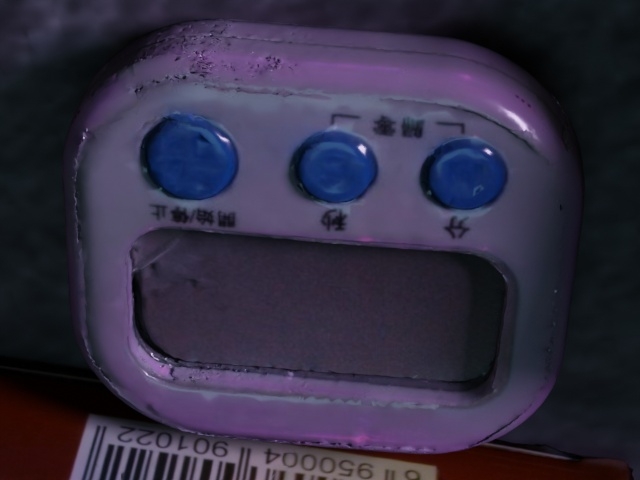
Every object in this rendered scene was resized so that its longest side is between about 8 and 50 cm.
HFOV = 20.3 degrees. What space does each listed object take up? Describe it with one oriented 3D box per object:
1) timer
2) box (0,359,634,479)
[{"bbox_3d":[0.000,0.000,0.738,0.208,0.069,0.191,5,125,3],"label":"timer"},{"bbox_3d":[-0.052,0.260,0.892,0.344,0.122,0.385,9,125,0],"label":"box"}]
